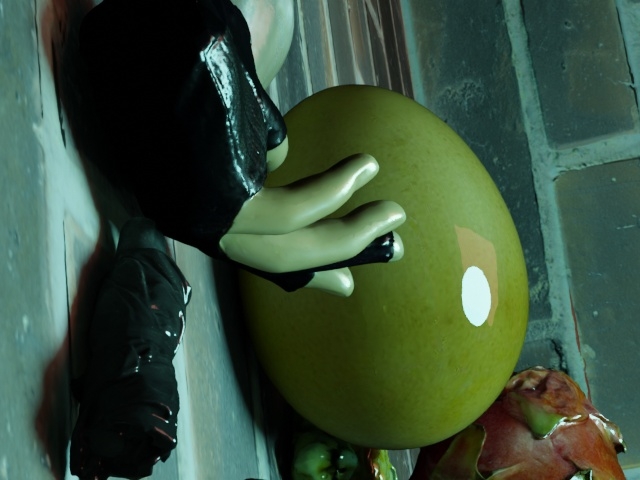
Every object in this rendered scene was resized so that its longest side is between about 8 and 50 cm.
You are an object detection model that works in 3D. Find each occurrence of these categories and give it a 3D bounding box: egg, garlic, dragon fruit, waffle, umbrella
[{"bbox_3d":[0.051,0.022,1.416,0.250,0.250,0.323,23,54,-79],"label":"egg"},{"bbox_3d":[-0.086,-0.240,1.403,0.143,0.112,0.318,53,16,-65],"label":"garlic"},{"bbox_3d":[0.171,0.278,1.470,0.250,0.250,0.315,-63,160,-76],"label":"dragon fruit"},{"bbox_3d":[0.029,0.256,1.595,0.317,0.073,0.297,-75,154,-65],"label":"waffle"},{"bbox_3d":[-0.109,0.057,0.968,0.236,0.066,0.059,-91,161,-60],"label":"umbrella"}]

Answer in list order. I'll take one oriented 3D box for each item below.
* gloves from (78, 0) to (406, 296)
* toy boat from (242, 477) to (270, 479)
[{"bbox_3d":[-0.054,-0.059,1.128,0.301,0.152,0.197,40,19,-32],"label":"gloves"},{"bbox_3d":[-0.044,0.241,1.199,0.061,0.060,0.137,-42,125,-50],"label":"toy boat"}]
